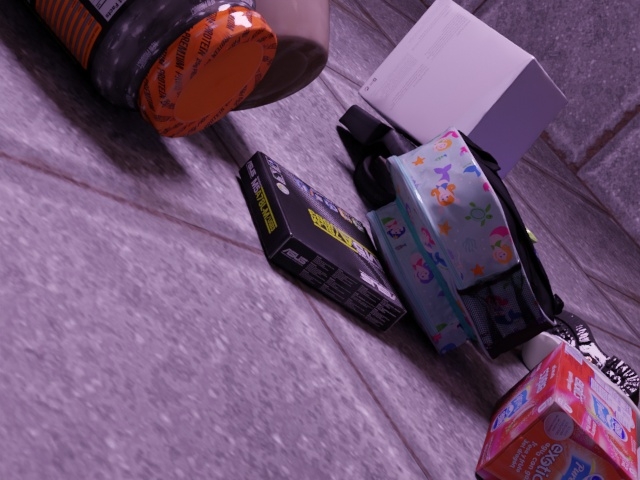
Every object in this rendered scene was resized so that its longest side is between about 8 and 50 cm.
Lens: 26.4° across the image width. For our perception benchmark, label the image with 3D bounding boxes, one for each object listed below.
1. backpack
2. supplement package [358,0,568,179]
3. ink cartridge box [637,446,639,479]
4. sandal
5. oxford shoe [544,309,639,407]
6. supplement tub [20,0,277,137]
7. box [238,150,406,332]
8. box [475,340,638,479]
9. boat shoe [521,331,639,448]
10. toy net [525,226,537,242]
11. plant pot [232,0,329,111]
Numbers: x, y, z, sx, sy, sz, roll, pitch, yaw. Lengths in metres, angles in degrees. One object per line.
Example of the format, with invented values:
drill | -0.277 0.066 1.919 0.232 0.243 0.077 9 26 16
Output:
backpack | 0.166 -0.003 1.670 0.225 0.191 0.253 -110 178 -57
supplement package | 0.208 -0.209 1.982 0.203 0.194 0.149 43 5 36
ink cartridge box | 0.421 0.390 1.483 0.307 0.129 0.223 46 15 6
sandal | 0.114 -0.094 2.040 0.167 0.107 0.446 38 4 -18
oxford shoe | 0.395 0.190 2.062 0.227 0.083 0.096 51 -11 41
supplement tub | -0.213 -0.285 1.470 0.338 0.207 0.207 49 16 15
box | 0.000 0.000 1.578 0.191 0.045 0.184 35 17 -32
box | 0.271 0.225 1.538 0.128 0.122 0.257 44 16 1
boat shoe | 0.384 0.213 1.934 0.227 0.079 0.081 46 20 16
toy net | 0.296 -0.065 2.485 0.232 0.045 0.122 37 18 -26
plant pot | -0.113 -0.325 1.684 0.323 0.323 0.280 16 53 -60
